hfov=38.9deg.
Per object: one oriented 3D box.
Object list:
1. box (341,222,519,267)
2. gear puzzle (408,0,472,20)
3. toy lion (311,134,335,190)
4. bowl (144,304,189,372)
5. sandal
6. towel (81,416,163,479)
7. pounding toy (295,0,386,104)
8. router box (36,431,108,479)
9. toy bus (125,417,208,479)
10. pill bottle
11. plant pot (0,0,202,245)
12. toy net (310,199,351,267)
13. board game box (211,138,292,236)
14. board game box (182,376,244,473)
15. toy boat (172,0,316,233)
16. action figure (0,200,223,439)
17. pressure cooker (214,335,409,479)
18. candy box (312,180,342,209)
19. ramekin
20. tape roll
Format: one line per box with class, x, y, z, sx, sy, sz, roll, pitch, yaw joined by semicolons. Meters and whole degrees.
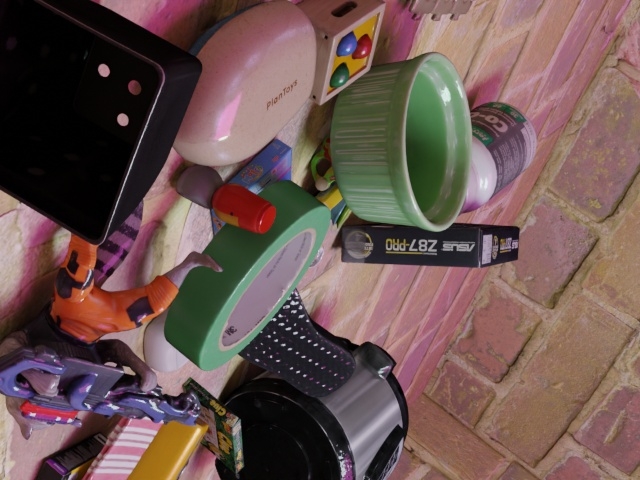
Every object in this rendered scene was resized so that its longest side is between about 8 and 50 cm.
box;0.264;0.004;2.094;0.395;0.318;0.097;-5;99;-67
gear puzzle;0.205;-0.468;1.566;0.339;0.044;0.175;-20;143;-55
toy lion;0.029;-0.147;1.623;0.100;0.096;0.034;-17;-177;11
bowl;-0.233;0.159;1.544;0.142;0.053;0.142;-42;159;-33
sandal;-0.084;0.169;1.752;0.167;0.107;0.446;-37;137;1
towel;-0.347;0.368;1.523;0.197;0.029;0.144;-56;164;-7
pounding toy;0.044;-0.329;1.314;0.181;0.094;0.206;-41;157;-36
router box;-0.429;0.421;1.520;0.133;0.046;0.179;-21;142;-61
toy bus;-0.334;0.456;1.652;0.333;0.108;0.130;-59;178;-6
pill bottle;0.352;-0.186;2.142;0.361;0.204;0.204;-35;153;-47
plant pot;-0.223;-0.138;0.886;0.187;0.188;0.167;-64;173;24
toy net;0.000;0.000;1.784;0.122;0.045;0.232;-56;175;-41
board game box;-0.111;-0.049;1.504;0.160;0.039;0.211;-45;159;-26
board game box;-0.215;0.381;1.838;0.030;0.136;0.260;-46;159;-28
toy boat;-0.122;-0.152;1.179;0.267;0.148;0.318;-44;152;-44
action figure;-0.280;0.122;1.189;0.330;0.178;0.341;-51;137;3
pressure cooker;0.002;0.424;2.092;0.420;0.370;0.375;-25;104;-58
candy box;0.049;-0.119;1.715;0.206;0.027;0.105;-45;-162;-28
ramekin;0.141;-0.168;1.571;0.303;0.148;0.303;-4;94;-60
tape roll;-0.110;0.056;1.418;0.321;0.077;0.321;-50;168;-15
